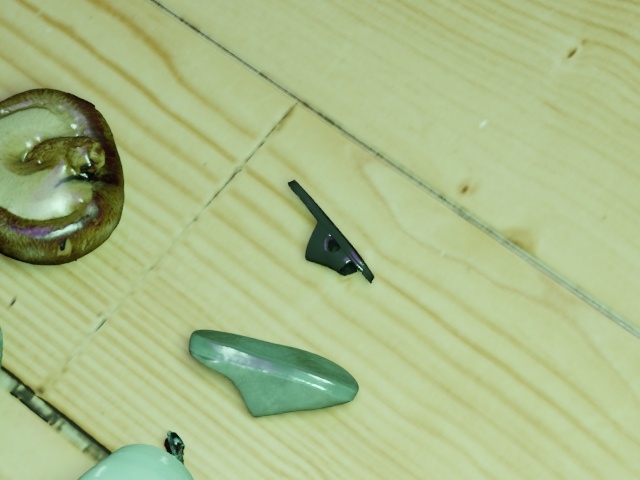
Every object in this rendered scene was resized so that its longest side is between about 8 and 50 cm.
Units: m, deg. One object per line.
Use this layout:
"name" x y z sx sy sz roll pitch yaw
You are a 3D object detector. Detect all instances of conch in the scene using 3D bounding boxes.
"conch" -0.207 0.321 1.796 0.121 0.185 0.221 28 82 45

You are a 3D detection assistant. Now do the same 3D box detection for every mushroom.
"mushroom" -0.322 -0.063 1.999 0.194 0.138 0.231 -12 54 12

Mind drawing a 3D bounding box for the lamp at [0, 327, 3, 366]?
"lamp" -0.476 0.107 1.860 0.265 0.233 0.233 35 71 -3

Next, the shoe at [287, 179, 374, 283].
"shoe" 0.000 0.000 1.989 0.053 0.062 0.159 -37 69 0

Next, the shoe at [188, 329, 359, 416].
"shoe" -0.058 0.156 1.921 0.195 0.079 0.078 19 103 3

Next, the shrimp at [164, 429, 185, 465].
"shrimp" -0.216 0.268 1.864 0.174 0.082 0.076 -26 62 -17
